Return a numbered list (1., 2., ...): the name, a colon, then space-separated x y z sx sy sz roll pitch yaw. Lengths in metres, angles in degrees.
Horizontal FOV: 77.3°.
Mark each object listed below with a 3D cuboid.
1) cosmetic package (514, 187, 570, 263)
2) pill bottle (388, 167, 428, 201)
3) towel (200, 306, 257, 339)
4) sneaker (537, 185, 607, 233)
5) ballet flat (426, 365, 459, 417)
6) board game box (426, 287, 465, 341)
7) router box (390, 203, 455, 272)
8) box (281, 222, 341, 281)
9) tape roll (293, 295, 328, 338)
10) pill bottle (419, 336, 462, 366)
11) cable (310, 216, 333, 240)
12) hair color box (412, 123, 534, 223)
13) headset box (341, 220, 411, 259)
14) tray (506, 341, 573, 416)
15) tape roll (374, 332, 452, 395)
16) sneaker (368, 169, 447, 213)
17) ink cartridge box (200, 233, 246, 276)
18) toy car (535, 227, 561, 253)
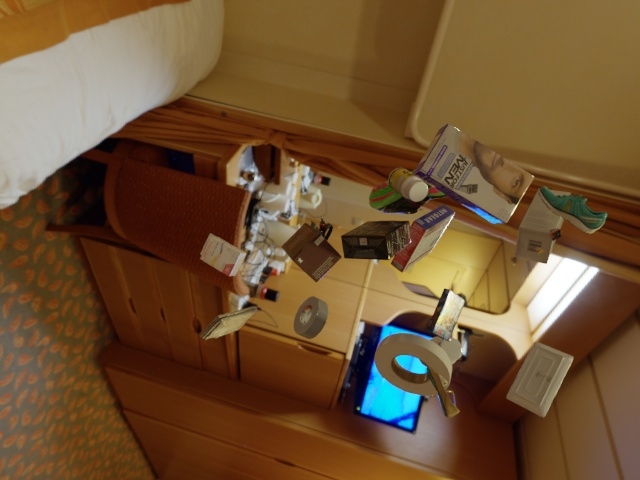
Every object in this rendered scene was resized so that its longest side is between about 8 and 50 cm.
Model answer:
1. cosmetic package: 1.092 -0.078 1.965 0.365 0.155 0.196 -45 138 -37
2. pill bottle: 0.424 -0.269 1.940 0.208 0.119 0.119 -124 -138 -58
3. towel: -0.461 0.421 2.044 0.187 0.049 0.282 -45 160 27
4. sneaker: 1.034 -0.147 1.652 0.107 0.275 0.109 -30 153 -49
5. ballet flat: 0.546 0.666 1.782 0.080 0.073 0.232 67 5 -54
6. board game box: 0.555 0.328 1.759 0.035 0.136 0.201 13 -106 55
7. router box: 0.549 -0.014 2.135 0.336 0.082 0.301 -25 146 -44
8. box: -0.044 0.050 1.814 0.168 0.167 0.203 -45 -155 -2
9. tape roll: -0.053 0.414 2.152 0.219 0.072 0.219 -42 -149 32
10. pill bottle: 0.682 0.635 2.288 0.301 0.170 0.169 113 -4 -66
11. cable: 0.000 0.000 2.027 0.140 0.072 0.287 -27 142 -17
12. hair color box: 0.510 -0.219 1.349 0.185 0.339 0.110 -60 -177 1
13. headset box: 0.262 -0.011 1.791 0.293 0.218 0.110 -28 114 -53
14. tray: 0.844 0.524 1.545 0.270 0.145 0.030 -52 133 -17
15. tape roll: 0.467 0.635 2.042 0.072 0.393 0.391 -53 160 -48
16. sneaker: 0.501 -0.253 2.138 0.202 0.483 0.185 34 56 -48
17. ink cartridge box: -0.437 0.059 1.731 0.115 0.198 0.067 -63 166 5
18. toy car: 0.923 -0.006 1.637 0.122 0.060 0.040 -42 -139 17
